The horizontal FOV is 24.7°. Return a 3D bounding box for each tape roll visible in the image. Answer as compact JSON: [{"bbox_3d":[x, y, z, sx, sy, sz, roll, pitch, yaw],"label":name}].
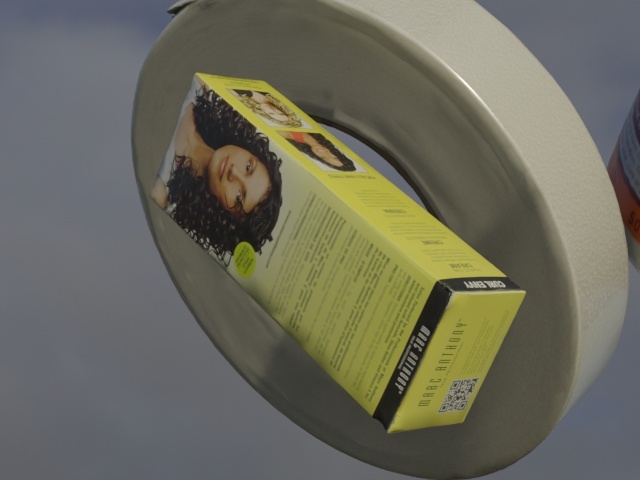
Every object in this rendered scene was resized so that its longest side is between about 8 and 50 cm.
[{"bbox_3d":[0.028,-0.011,1.024,0.392,0.072,0.392,25,-46,30],"label":"tape roll"}]

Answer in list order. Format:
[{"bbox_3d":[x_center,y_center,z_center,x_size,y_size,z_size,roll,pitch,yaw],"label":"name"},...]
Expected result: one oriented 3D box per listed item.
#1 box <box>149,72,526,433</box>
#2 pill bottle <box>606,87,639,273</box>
[{"bbox_3d":[0.000,0.000,0.785,0.058,0.087,0.232,0,31,-44],"label":"box"},{"bbox_3d":[0.331,-0.139,0.867,0.224,0.224,0.392,10,-48,-5],"label":"pill bottle"}]
